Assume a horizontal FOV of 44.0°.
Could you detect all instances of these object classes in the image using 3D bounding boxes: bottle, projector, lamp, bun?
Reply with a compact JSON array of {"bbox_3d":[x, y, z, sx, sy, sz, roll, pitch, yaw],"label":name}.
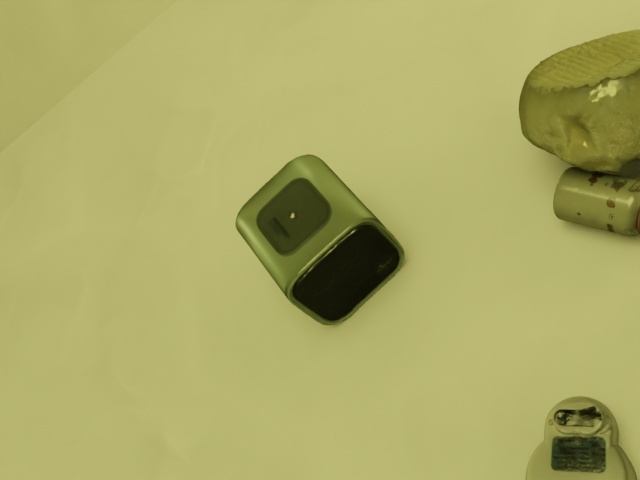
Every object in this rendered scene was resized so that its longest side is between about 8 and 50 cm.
[{"bbox_3d":[0.574,-0.068,1.515,0.233,0.110,0.110,17,75,35],"label":"bottle"},{"bbox_3d":[0.000,0.000,1.733,0.248,0.248,0.249,-43,52,4],"label":"projector"},{"bbox_3d":[0.445,0.391,1.351,0.179,0.108,0.246,-3,62,25],"label":"lamp"},{"bbox_3d":[0.565,-0.263,1.534,0.359,0.211,0.360,-18,25,9],"label":"bun"}]
